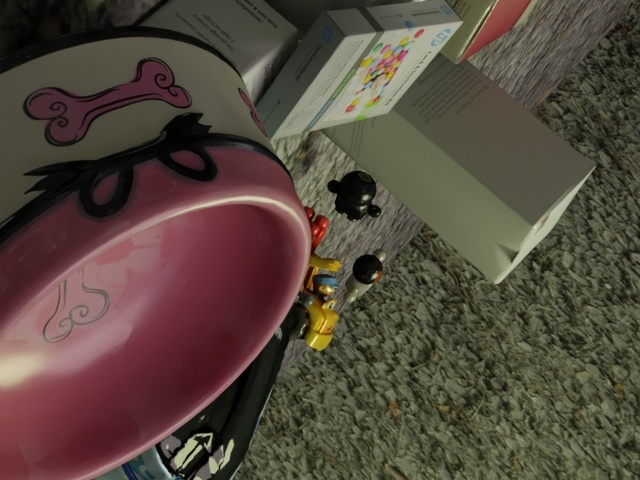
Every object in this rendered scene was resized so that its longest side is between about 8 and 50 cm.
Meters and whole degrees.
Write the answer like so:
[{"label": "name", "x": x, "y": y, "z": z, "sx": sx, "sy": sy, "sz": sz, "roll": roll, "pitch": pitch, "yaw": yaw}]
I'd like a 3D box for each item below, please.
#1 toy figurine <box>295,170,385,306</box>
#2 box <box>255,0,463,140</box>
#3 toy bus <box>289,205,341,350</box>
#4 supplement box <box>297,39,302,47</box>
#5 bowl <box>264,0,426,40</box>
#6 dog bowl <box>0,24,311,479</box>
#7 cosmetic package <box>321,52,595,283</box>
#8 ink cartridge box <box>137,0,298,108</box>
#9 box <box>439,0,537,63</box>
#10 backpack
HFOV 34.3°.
[{"label": "toy figurine", "x": 0.000, "y": 0.000, "z": 1.675, "sx": 0.213, "sy": 0.209, "sz": 0.148, "roll": -5, "pitch": 167, "yaw": -7}, {"label": "box", "x": 0.037, "y": -0.170, "z": 1.021, "sx": 0.186, "sy": 0.038, "sz": 0.145, "roll": -20, "pitch": 158, "yaw": -47}, {"label": "toy bus", "x": -0.038, "y": 0.056, "z": 1.802, "sx": 0.211, "sy": 0.220, "sz": 0.149, "roll": -55, "pitch": 166, "yaw": 2}, {"label": "supplement box", "x": 0.052, "y": -0.272, "z": 1.296, "sx": 0.188, "sy": 0.104, "sz": 0.081, "roll": -52, "pitch": 169, "yaw": 18}, {"label": "bowl", "x": 0.056, "y": -0.297, "z": 1.034, "sx": 0.298, "sy": 0.134, "sz": 0.298, "roll": -37, "pitch": 162, "yaw": -15}, {"label": "dog bowl", "x": -0.180, "y": 0.040, "z": 0.820, "sx": 0.408, "sy": 0.150, "sz": 0.408, "roll": -33, "pitch": 154, "yaw": -19}, {"label": "cosmetic package", "x": 0.196, "y": -0.140, "z": 1.569, "sx": 0.156, "sy": 0.385, "sz": 0.217, "roll": -44, "pitch": 169, "yaw": -22}, {"label": "ink cartridge box", "x": -0.157, "y": -0.106, "z": 1.015, "sx": 0.273, "sy": 0.114, "sz": 0.197, "roll": -44, "pitch": 168, "yaw": -19}, {"label": "box", "x": 0.220, "y": -0.373, "z": 1.486, "sx": 0.232, "sy": 0.149, "sz": 0.127, "roll": -38, "pitch": 164, "yaw": -47}, {"label": "backpack", "x": -0.180, "y": 0.163, "z": 1.326, "sx": 0.290, "sy": 0.273, "sz": 0.355, "roll": 63, "pitch": 20, "yaw": -44}]
